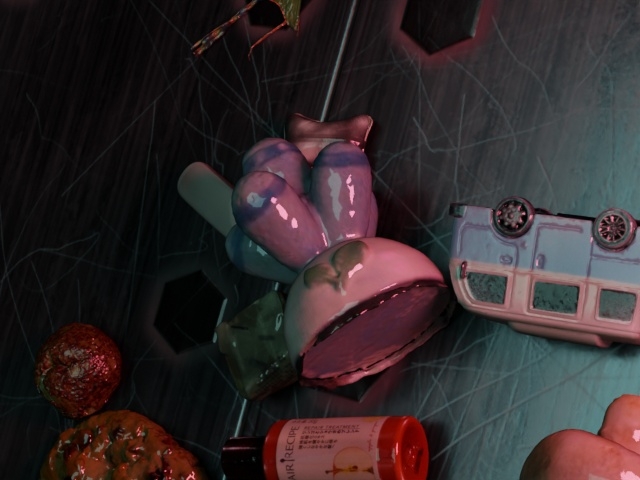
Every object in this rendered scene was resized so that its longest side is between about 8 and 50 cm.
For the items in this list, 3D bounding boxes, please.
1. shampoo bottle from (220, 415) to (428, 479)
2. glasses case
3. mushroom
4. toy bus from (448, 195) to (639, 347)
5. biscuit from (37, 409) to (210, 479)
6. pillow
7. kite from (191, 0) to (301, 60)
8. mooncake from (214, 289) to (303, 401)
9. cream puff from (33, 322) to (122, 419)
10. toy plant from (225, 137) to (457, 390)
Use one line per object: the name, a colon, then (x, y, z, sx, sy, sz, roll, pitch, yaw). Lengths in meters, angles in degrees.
shampoo bottle: (-0.003, 0.287, 1.743, 0.278, 0.104, 0.104, -6, 76, 28)
glasses case: (-0.147, -0.055, 1.934, 0.164, 0.041, 0.063, 40, 97, 30)
mushroom: (0.336, 0.296, 1.533, 0.206, 0.209, 0.206, 12, 113, 30)
toy bus: (0.291, 0.040, 1.625, 0.271, 0.133, 0.164, 8, 87, 27)
biscuit: (-0.291, 0.400, 1.891, 0.334, 0.081, 0.289, 25, 90, 32)
pillow: (0.004, -0.135, 1.861, 0.136, 0.055, 0.091, 4, 49, 26)
kite: (-0.101, -0.357, 1.998, 0.244, 0.006, 0.198, -42, 63, 13)
mooncake: (-0.073, 0.149, 1.830, 0.125, 0.073, 0.130, -32, 63, 21)
cream puff: (-0.370, 0.194, 1.976, 0.149, 0.084, 0.149, -7, 75, 29)
toy plant: (0.000, 0.000, 1.732, 0.247, 0.247, 0.332, -37, 65, 16)
